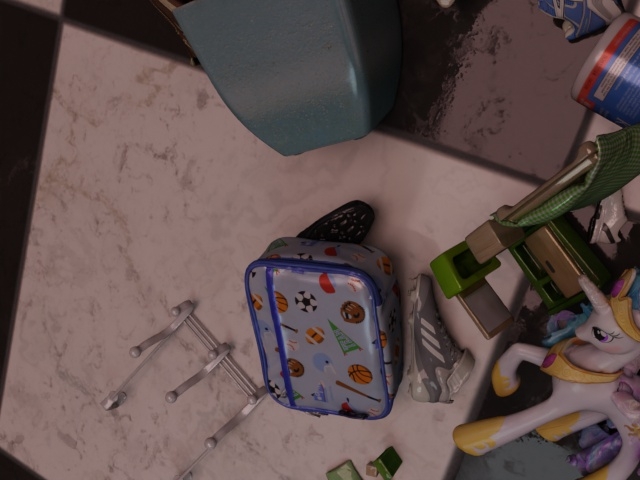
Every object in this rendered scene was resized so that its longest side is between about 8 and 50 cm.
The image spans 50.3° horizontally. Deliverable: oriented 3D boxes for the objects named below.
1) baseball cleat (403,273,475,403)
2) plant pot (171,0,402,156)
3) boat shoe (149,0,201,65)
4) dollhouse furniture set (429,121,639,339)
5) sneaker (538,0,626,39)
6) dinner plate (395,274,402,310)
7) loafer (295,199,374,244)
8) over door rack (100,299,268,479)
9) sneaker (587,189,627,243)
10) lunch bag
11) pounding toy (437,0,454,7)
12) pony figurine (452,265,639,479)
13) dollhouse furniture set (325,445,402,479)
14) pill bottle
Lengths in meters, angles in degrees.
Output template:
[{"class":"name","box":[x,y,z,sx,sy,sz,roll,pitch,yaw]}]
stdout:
[{"class":"baseball cleat","box":[0.186,0.152,1.057,0.109,0.072,0.206,3,104,12]},{"class":"plant pot","box":[-0.014,-0.270,0.991,0.247,0.248,0.252,-10,112,27]},{"class":"boat shoe","box":[-0.204,-0.338,1.154,0.257,0.095,0.095,41,119,15]},{"class":"dollhouse furniture set","box":[0.310,-0.004,0.830,0.151,0.197,0.301,57,142,11]},{"class":"sneaker","box":[0.301,-0.332,0.858,0.211,0.080,0.081,36,132,-29]},{"class":"dinner plate","box":[0.071,0.090,1.123,0.141,0.017,0.141,4,99,25]},{"class":"loafer","box":[0.000,0.000,1.107,0.076,0.078,0.223,39,123,-17]},{"class":"over door rack","box":[-0.275,0.307,1.280,0.239,0.108,0.324,47,115,14]},{"class":"sneaker","box":[0.399,-0.046,0.931,0.043,0.040,0.109,10,107,8]},{"class":"lunch bag","box":[0.003,0.147,1.072,0.243,0.115,0.304,4,118,21]},{"class":"pounding toy","box":[0.252,-0.450,0.920,0.154,0.155,0.269,37,126,-14]},{"class":"pony figurine","box":[0.389,0.201,0.839,0.350,0.303,0.364,26,136,-2]},{"class":"dollhouse furniture set","box":[0.068,0.408,1.151,0.151,0.058,0.076,-38,80,26]},{"class":"pill bottle","box":[0.437,-0.176,0.838,0.221,0.124,0.124,36,112,18]}]
